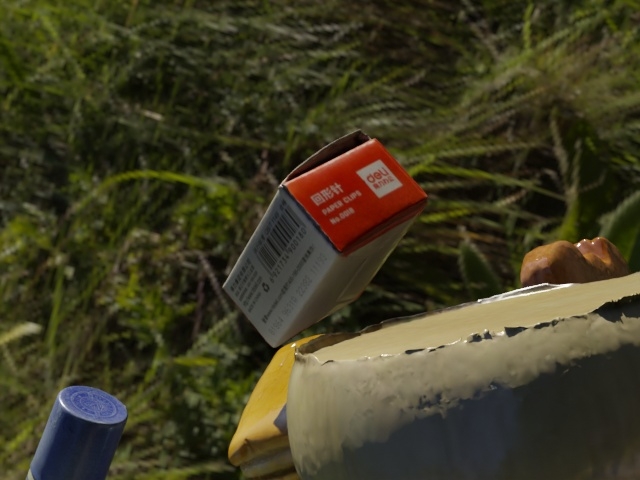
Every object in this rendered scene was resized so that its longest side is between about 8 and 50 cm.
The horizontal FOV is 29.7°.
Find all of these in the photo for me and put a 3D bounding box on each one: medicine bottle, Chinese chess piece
[{"bbox_3d":[-0.214,0.225,0.942,0.059,0.059,0.231,-119,49,-65],"label":"medicine bottle"},{"bbox_3d":[0.104,0.083,0.657,0.249,0.249,0.103,162,95,-68],"label":"Chinese chess piece"}]

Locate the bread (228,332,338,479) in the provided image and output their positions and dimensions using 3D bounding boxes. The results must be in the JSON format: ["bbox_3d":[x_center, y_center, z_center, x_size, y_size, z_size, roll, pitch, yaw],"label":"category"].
[{"bbox_3d":[-0.014,0.162,1.222,0.116,0.077,0.200,-26,20,28],"label":"bread"}]

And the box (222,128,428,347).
[{"bbox_3d":[0.000,0.000,1.138,0.133,0.099,0.182,-32,-17,-37],"label":"box"}]

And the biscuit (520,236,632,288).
[{"bbox_3d":[0.230,0.144,0.905,0.043,0.284,0.306,-15,61,29],"label":"biscuit"}]
